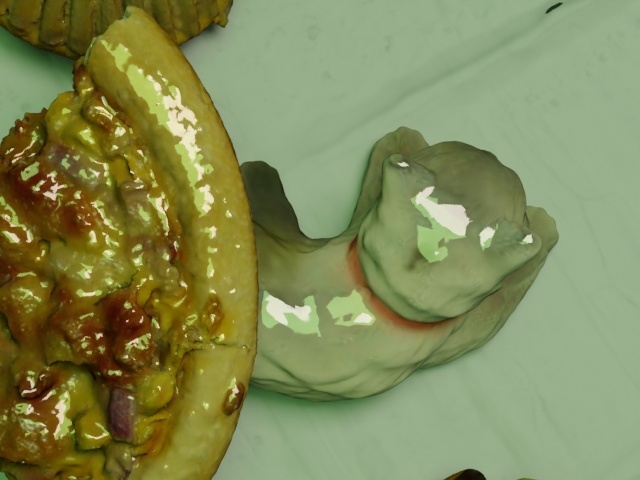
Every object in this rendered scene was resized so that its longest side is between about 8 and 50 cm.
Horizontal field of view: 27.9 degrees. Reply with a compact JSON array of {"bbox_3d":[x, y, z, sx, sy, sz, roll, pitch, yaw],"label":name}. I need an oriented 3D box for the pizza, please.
[{"bbox_3d":[-0.171,0.040,0.894,0.277,0.114,0.409,14,97,17],"label":"pizza"}]

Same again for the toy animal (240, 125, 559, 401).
[{"bbox_3d":[0.000,0.000,0.935,0.308,0.188,0.266,37,86,0],"label":"toy animal"}]

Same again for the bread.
[{"bbox_3d":[-0.173,-0.253,0.994,0.240,0.139,0.240,1,74,-3],"label":"bread"}]

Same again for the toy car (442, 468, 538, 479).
[{"bbox_3d":[0.114,0.273,0.893,0.248,0.142,0.200,-35,81,-13],"label":"toy car"}]
